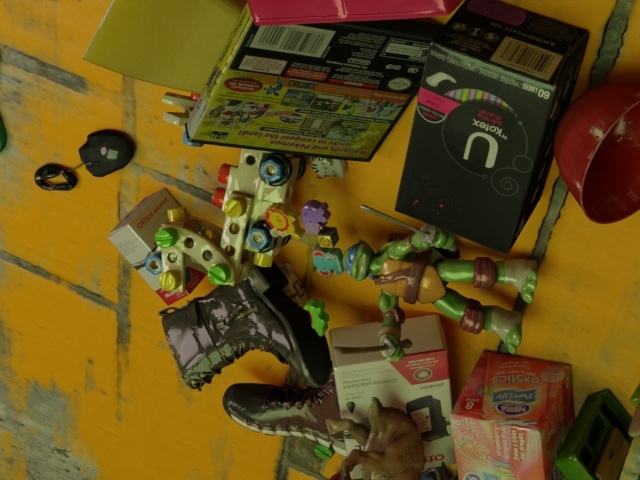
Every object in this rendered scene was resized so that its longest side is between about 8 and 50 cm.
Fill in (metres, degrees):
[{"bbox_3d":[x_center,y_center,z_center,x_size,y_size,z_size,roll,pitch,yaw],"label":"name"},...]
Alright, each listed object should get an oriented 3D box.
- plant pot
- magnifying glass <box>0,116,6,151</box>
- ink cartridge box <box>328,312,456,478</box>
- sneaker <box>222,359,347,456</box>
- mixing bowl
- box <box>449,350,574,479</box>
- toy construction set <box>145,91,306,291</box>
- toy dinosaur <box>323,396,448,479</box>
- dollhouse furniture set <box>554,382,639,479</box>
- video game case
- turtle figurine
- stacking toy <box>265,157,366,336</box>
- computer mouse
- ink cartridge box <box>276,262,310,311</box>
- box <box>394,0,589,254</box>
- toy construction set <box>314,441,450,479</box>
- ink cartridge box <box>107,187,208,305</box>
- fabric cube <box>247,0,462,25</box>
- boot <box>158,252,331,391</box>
[{"bbox_3d":[-0.156,-0.314,1.637,0.187,0.212,0.212,30,136,-12],"label":"plant pot"},{"bbox_3d":[-0.551,-0.226,2.064,0.092,0.026,0.231,29,137,8],"label":"magnifying glass"},{"bbox_3d":[0.113,0.242,1.936,0.172,0.100,0.237,-8,125,0],"label":"ink cartridge box"},{"bbox_3d":[-0.021,0.248,2.081,0.281,0.106,0.162,14,127,8],"label":"sneaker"},{"bbox_3d":[0.349,-0.121,1.518,0.098,0.181,0.181,44,145,40],"label":"mixing bowl"},{"bbox_3d":[0.298,0.335,1.908,0.142,0.154,0.300,8,129,26],"label":"box"},{"bbox_3d":[-0.147,-0.069,1.835,0.215,0.151,0.327,17,119,17],"label":"toy construction set"},{"bbox_3d":[0.117,0.342,1.878,0.200,0.127,0.295,-7,109,-13],"label":"toy dinosaur"},{"bbox_3d":[0.514,0.349,1.787,0.197,0.151,0.301,-27,109,42],"label":"dollhouse furniture set"},{"bbox_3d":[-0.007,-0.202,1.626,0.275,0.035,0.248,5,142,-26],"label":"video game case"},{"bbox_3d":[0.155,0.081,1.733,0.266,0.197,0.274,11,175,1],"label":"turtle figurine"},{"bbox_3d":[0.000,0.000,1.807,0.052,0.167,0.221,4,127,29],"label":"stacking toy"},{"bbox_3d":[-0.390,-0.120,2.038,0.242,0.041,0.071,-20,114,41],"label":"computer mouse"},{"bbox_3d":[-0.055,0.079,2.003,0.048,0.028,0.083,-11,118,36],"label":"ink cartridge box"},{"bbox_3d":[0.211,-0.144,1.580,0.165,0.143,0.270,22,134,15],"label":"box"},{"bbox_3d":[0.091,0.524,2.126,0.257,0.237,0.308,12,131,23],"label":"toy construction set"},{"bbox_3d":[-0.247,0.009,2.005,0.063,0.109,0.150,-27,108,44],"label":"ink cartridge box"},{"bbox_3d":[0.048,-0.409,1.386,0.259,0.254,0.258,2,126,30],"label":"fabric cube"},{"bbox_3d":[-0.122,0.166,1.966,0.229,0.091,0.263,-40,67,22],"label":"boot"}]
